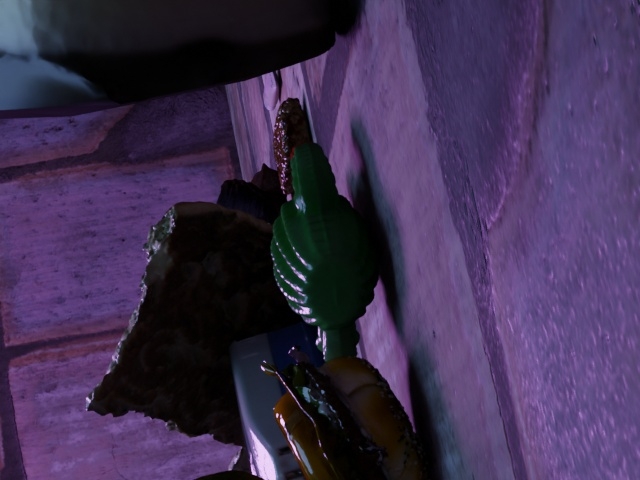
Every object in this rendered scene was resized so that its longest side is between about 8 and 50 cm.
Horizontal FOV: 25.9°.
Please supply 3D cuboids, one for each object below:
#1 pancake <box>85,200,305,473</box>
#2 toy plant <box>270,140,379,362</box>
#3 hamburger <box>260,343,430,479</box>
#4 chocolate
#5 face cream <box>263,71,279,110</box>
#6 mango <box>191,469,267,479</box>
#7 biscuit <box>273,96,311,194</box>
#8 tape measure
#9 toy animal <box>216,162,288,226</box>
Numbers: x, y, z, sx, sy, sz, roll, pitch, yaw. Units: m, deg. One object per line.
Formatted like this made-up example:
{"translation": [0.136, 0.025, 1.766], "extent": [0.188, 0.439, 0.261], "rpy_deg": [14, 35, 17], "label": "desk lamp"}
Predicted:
{"translation": [-0.115, 0.127, 1.719], "extent": [0.067, 0.304, 0.427], "rpy_deg": [32, 176, 41], "label": "pancake"}
{"translation": [-0.001, -0.006, 1.192], "extent": [0.240, 0.088, 0.154], "rpy_deg": [-100, 1, -47], "label": "toy plant"}
{"translation": [0.029, 0.166, 1.097], "extent": [0.189, 0.093, 0.164], "rpy_deg": [58, 172, 41], "label": "hamburger"}
{"translation": [-0.158, -0.265, 1.124], "extent": [0.314, 0.326, 0.297], "rpy_deg": [-27, -72, -55], "label": "chocolate"}
{"translation": [-0.065, -0.204, 1.860], "extent": [0.115, 0.020, 0.038], "rpy_deg": [112, 148, -75], "label": "face cream"}
{"translation": [-0.031, 0.361, 1.088], "extent": [0.378, 0.264, 0.221], "rpy_deg": [63, -163, -7], "label": "mango"}
{"translation": [-0.034, -0.108, 1.638], "extent": [0.199, 0.034, 0.064], "rpy_deg": [99, 159, -76], "label": "biscuit"}
{"translation": [-0.016, 0.257, 1.629], "extent": [0.259, 0.138, 0.262], "rpy_deg": [-106, 8, -58], "label": "tape measure"}
{"translation": [-0.062, -0.025, 1.956], "extent": [0.218, 0.116, 0.179], "rpy_deg": [47, -131, -43], "label": "toy animal"}
